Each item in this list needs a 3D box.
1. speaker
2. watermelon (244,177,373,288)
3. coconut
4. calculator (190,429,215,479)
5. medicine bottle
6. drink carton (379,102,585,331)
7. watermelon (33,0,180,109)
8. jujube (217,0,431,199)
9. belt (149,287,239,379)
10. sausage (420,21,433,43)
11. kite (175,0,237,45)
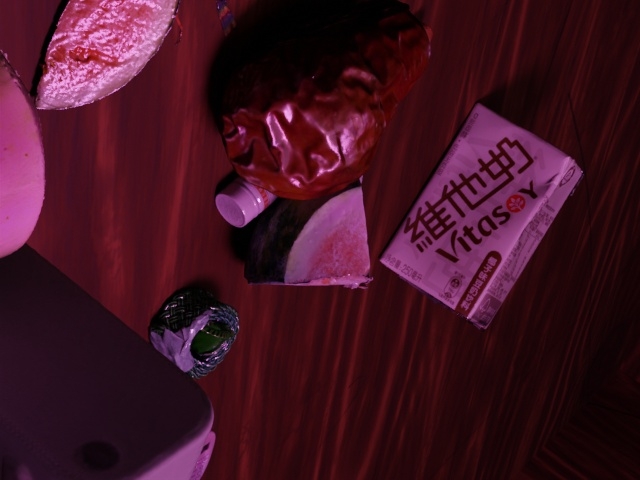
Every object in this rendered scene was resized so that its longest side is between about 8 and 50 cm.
[{"bbox_3d":[-0.303,0.143,1.482,0.183,0.406,0.184,-33,150,-42],"label":"speaker"},{"bbox_3d":[0.000,0.000,2.151,0.224,0.180,0.305,-44,180,-1],"label":"watermelon"},{"bbox_3d":[-0.353,-0.076,1.354,0.245,0.233,0.233,-28,143,-47],"label":"coconut"},{"bbox_3d":[-0.203,0.339,2.373,0.103,0.024,0.166,-32,148,-43],"label":"calculator"},{"bbox_3d":[-0.090,-0.064,2.049,0.089,0.057,0.057,-41,152,-30],"label":"medicine bottle"},{"bbox_3d":[0.267,-0.038,2.590,0.325,0.194,0.132,-58,158,1],"label":"drink carton"},{"bbox_3d":[-0.214,-0.238,1.611,0.119,0.063,0.245,16,112,-46],"label":"watermelon"},{"bbox_3d":[0.015,-0.188,1.951,0.342,0.216,0.216,-50,158,-45],"label":"jujube"},{"bbox_3d":[-0.166,0.132,2.119,0.121,0.079,0.151,-53,155,-7],"label":"belt"},{"bbox_3d":[0.101,-0.238,2.210,0.177,0.047,0.040,-53,140,-11],"label":"sausage"},{"bbox_3d":[-0.125,-0.300,1.753,0.198,0.006,0.244,-48,154,-21],"label":"kite"}]
